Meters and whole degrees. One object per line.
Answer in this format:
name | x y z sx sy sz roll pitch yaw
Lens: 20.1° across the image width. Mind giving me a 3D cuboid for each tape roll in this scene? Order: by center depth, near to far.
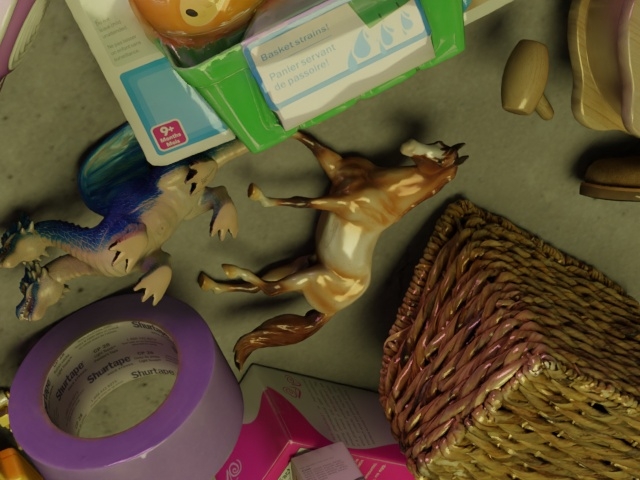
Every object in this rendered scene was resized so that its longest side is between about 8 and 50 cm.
tape roll | -0.167 0.142 1.552 0.189 0.189 0.080 -27 134 -2

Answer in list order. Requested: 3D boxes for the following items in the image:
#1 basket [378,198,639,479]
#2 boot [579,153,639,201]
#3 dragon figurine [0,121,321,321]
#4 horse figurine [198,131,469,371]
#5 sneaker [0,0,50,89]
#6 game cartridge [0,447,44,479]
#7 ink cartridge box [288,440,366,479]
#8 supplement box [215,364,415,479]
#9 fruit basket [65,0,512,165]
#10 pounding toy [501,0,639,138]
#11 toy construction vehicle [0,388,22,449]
basket | 0.189 0.142 1.709 0.299 0.223 0.213 25 119 -40
boot | 0.384 -0.097 1.696 0.305 0.112 0.115 -10 101 -12
dragon figurine | -0.143 -0.039 1.480 0.289 0.144 0.085 -46 133 -10
horse figurine | 0.000 0.000 1.598 0.174 0.066 0.263 9 121 -24
sneaker | -0.308 -0.127 1.335 0.152 0.114 0.305 30 126 -5
game cartridge | -0.376 0.333 1.694 0.323 0.053 0.285 -30 142 -2
ink cartridge box | 0.025 0.264 1.629 0.056 0.135 0.099 -19 133 -14
supplement box | 0.013 0.213 1.751 0.220 0.111 0.114 18 118 -35
fruit basket | -0.040 -0.247 1.302 0.327 0.165 0.353 -26 131 -3
pounding toy | 0.270 -0.169 1.575 0.269 0.155 0.154 8 96 -36
toy construction vehicle | -0.290 0.186 1.638 0.086 0.035 0.098 -26 134 -3
